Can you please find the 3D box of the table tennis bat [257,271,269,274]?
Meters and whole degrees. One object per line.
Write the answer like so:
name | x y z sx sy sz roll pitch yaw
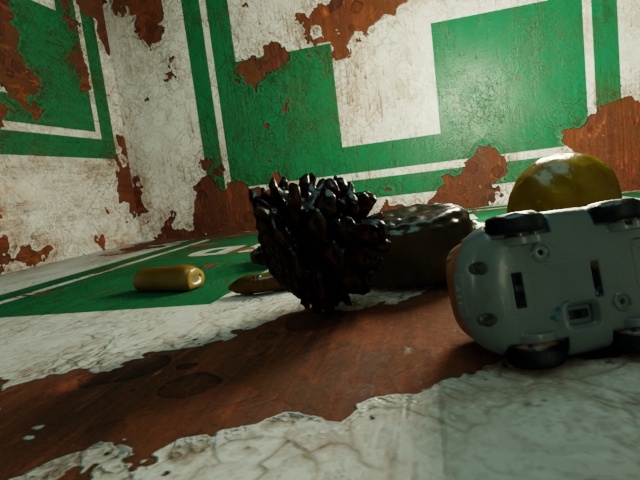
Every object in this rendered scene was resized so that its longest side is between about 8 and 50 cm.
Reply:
table tennis bat | -0.084 0.097 1.334 0.160 0.039 0.257 -11 2 -35

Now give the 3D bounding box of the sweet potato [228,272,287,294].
sweet potato | -0.133 0.108 1.202 0.218 0.051 0.065 -7 4 3

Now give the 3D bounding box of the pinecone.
pinecone | 0.006 -0.003 0.939 0.295 0.299 0.242 -14 -13 -38

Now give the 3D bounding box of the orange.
orange | 0.612 -0.082 1.173 0.278 0.279 0.235 -10 36 -27

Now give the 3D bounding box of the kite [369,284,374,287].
kite | 0.252 0.085 1.170 0.322 0.013 0.267 -15 11 -39

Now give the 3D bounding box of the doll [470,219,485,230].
doll | 0.404 -0.004 1.499 0.285 0.091 0.202 -11 1 20

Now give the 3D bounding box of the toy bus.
toy bus | 0.315 0.059 0.660 0.287 0.194 0.232 -8 -6 -6

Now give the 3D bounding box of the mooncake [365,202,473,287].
mooncake | 0.227 0.006 1.131 0.290 0.162 0.290 -10 10 2

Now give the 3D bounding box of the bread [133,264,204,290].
bread | -0.468 0.114 1.418 0.239 0.074 0.092 -4 12 27
